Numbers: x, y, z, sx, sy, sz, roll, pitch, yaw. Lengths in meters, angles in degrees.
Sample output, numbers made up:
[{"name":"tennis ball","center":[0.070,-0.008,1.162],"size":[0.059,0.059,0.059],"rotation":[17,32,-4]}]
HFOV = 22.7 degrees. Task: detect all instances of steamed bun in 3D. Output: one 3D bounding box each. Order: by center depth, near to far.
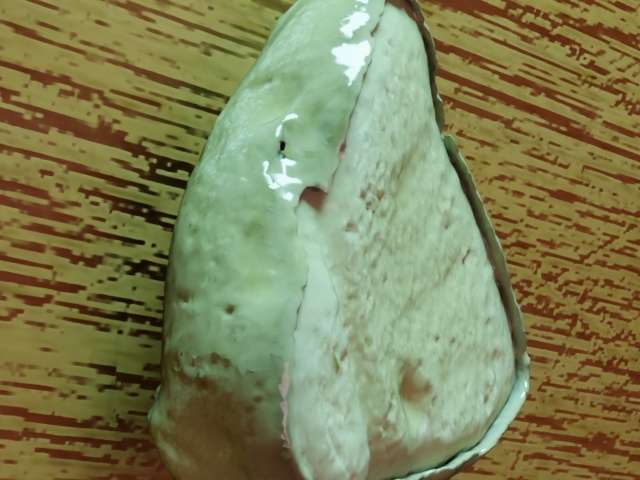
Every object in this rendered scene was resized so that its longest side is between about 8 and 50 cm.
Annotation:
[{"name":"steamed bun","center":[-0.009,0.023,0.672],"size":[0.212,0.110,0.231],"rotation":[-47,124,-50]}]
